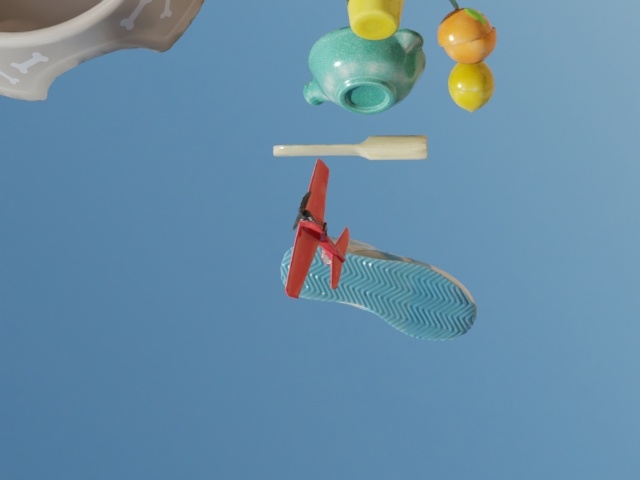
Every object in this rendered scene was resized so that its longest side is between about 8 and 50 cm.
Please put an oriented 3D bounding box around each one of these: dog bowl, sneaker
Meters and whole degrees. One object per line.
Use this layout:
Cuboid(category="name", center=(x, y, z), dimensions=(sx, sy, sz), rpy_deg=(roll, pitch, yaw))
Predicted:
Cuboid(category="dog bowl", center=(-0.280, -0.323, 1.823), dimensions=(0.348, 0.349, 0.102), rpy_deg=(63, -177, 21))
Cuboid(category="sneaker", center=(0.073, 0.046, 2.028), dimensions=(0.229, 0.087, 0.092), rpy_deg=(19, -164, 7))

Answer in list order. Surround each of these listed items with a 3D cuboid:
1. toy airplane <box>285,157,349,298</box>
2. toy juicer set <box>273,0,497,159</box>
Cuboid(category="toy airplane", center=(0.000, 0.000, 1.776), dimensions=(0.151, 0.028, 0.151), rpy_deg=(7, -90, -72))
Cuboid(category="toy juicer set", center=(0.088, -0.190, 2.017), dimensions=(0.209, 0.329, 0.089), rpy_deg=(10, -122, -14))
